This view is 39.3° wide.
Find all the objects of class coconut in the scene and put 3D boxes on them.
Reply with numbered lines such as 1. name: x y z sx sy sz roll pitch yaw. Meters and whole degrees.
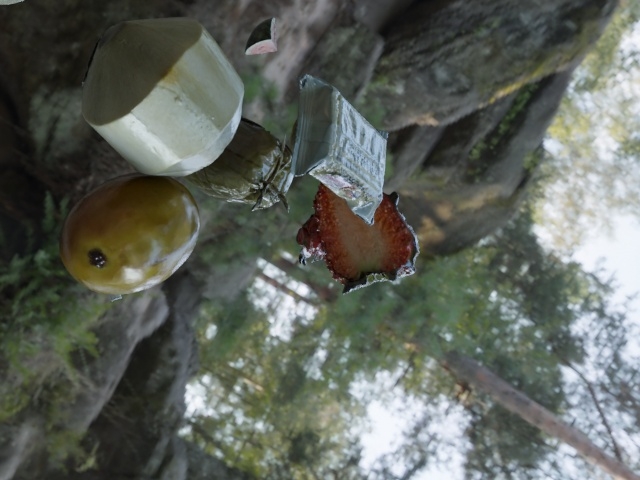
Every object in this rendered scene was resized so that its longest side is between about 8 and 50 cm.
1. coconut: -0.312 -0.287 1.743 0.323 0.323 0.323 -46 -155 28

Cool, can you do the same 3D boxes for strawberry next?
1. strawberry: 0.110 -0.032 2.213 0.233 0.307 0.138 -17 170 7

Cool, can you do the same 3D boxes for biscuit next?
1. biscuit: 0.041 -0.150 1.552 0.079 0.309 0.186 1 -103 25

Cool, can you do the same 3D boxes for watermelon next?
1. watermelon: -0.171 -0.596 2.692 0.135 0.094 0.125 -37 -144 30

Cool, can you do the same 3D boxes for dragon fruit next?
1. dragon fruit: 0.000 -0.007 2.313 0.142 0.130 0.121 -28 -119 32

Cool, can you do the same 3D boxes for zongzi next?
1. zongzi: -0.132 -0.159 2.397 0.500 0.467 0.218 25 -94 41

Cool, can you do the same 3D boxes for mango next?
1. mango: -0.400 -0.021 1.899 0.300 0.232 0.445 -32 -170 -4

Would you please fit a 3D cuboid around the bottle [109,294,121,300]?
1. bottle: -0.511 0.036 2.109 0.060 0.060 0.217 -28 -100 52

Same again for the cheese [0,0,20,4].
1. cheese: -0.580 -0.552 1.547 0.326 0.318 0.115 -11 -122 7

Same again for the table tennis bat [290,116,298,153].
1. table tennis bat: 0.019 -0.287 2.658 0.050 0.321 0.198 26 -96 39
